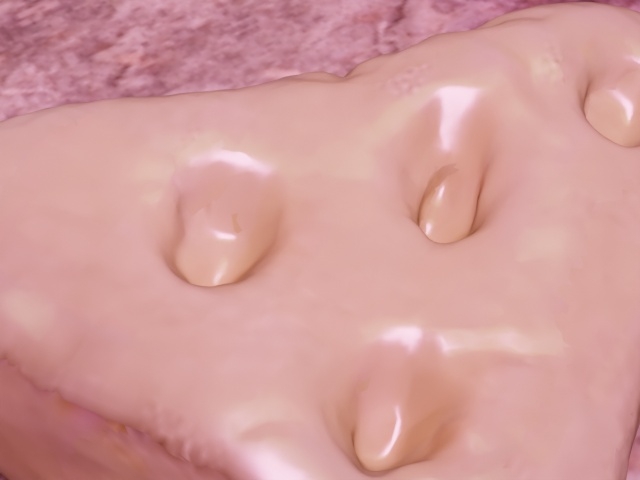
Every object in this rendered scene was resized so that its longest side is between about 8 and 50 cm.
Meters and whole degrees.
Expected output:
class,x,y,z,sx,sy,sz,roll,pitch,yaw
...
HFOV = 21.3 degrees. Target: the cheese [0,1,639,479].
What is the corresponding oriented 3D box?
class,x,y,z,sx,sy,sz,roll,pitch,yaw
cheese,0.000,0.000,0.748,0.328,0.130,0.351,20,55,10
